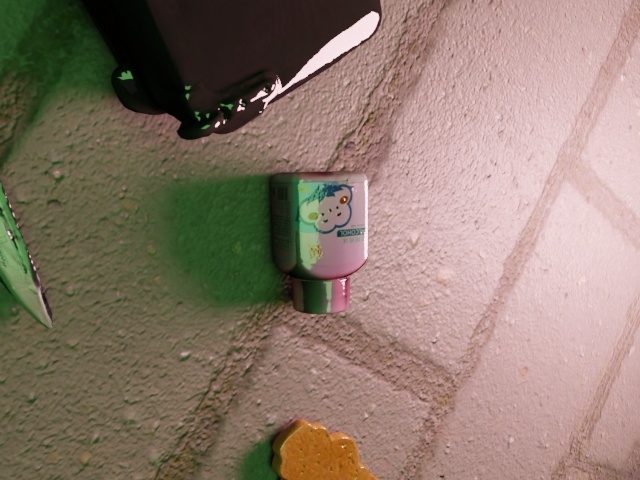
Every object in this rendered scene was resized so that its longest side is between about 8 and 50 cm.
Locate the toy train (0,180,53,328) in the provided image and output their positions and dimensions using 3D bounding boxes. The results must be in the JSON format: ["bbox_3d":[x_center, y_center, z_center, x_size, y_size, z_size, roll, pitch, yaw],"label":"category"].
[{"bbox_3d":[-0.344,-0.015,0.563,0.048,0.055,0.251,-21,105,-26],"label":"toy train"}]

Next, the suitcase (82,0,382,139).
[{"bbox_3d":[-0.099,-0.321,0.551,0.339,0.188,0.345,-38,130,-22],"label":"suitcase"}]

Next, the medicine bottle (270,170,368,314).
[{"bbox_3d":[0.000,0.000,0.734,0.119,0.094,0.187,-5,98,-27],"label":"medicine bottle"}]

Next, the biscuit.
[{"bbox_3d":[0.007,0.368,0.819,0.144,0.040,0.236,-42,113,-26],"label":"biscuit"}]
